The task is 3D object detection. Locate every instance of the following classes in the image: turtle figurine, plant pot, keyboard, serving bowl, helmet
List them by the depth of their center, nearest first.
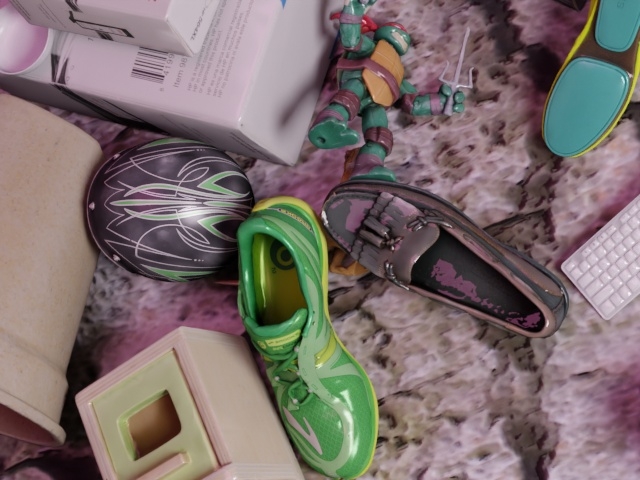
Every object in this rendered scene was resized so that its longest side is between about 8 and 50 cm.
[{"bbox_3d":[0.344,-0.031,1.283,0.256,0.014,0.072,-45,68,22],"label":"keyboard"},{"bbox_3d":[0.067,-0.171,1.411,0.118,0.175,0.234,-31,32,53],"label":"turtle figurine"},{"bbox_3d":[-0.154,-0.032,1.418,0.169,0.161,0.170,-1,85,7],"label":"helmet"},{"bbox_3d":[-0.318,-0.214,1.438,0.083,0.027,0.083,-5,77,23],"label":"serving bowl"},{"bbox_3d":[-0.371,0.017,1.445,0.333,0.334,0.306,13,69,24],"label":"plant pot"}]

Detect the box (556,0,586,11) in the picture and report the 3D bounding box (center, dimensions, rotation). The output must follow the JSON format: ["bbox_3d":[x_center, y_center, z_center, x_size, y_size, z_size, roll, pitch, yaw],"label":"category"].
[{"bbox_3d":[0.251,-0.432,1.429,0.242,0.076,0.307,32,89,25],"label":"box"}]

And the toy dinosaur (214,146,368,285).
[{"bbox_3d":[0.000,0.000,1.431,0.211,0.064,0.112,-51,44,-6],"label":"toy dinosaur"}]

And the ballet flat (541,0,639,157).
[{"bbox_3d":[0.288,-0.191,1.339,0.077,0.077,0.231,24,121,12],"label":"ballet flat"}]

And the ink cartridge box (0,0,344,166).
[{"bbox_3d":[-0.183,-0.275,1.505,0.394,0.166,0.286,16,83,24],"label":"ink cartridge box"}]

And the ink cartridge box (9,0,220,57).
[{"bbox_3d":[-0.202,-0.284,1.362,0.203,0.086,0.148,13,73,21],"label":"ink cartridge box"}]

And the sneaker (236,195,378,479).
[{"bbox_3d":[-0.029,0.105,1.346,0.109,0.123,0.296,-17,91,25],"label":"sneaker"}]

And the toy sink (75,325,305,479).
[{"bbox_3d":[-0.126,0.227,1.357,0.152,0.131,0.234,-33,67,22],"label":"toy sink"}]

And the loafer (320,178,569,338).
[{"bbox_3d":[0.119,0.017,1.314,0.267,0.084,0.096,26,104,8],"label":"loafer"}]
